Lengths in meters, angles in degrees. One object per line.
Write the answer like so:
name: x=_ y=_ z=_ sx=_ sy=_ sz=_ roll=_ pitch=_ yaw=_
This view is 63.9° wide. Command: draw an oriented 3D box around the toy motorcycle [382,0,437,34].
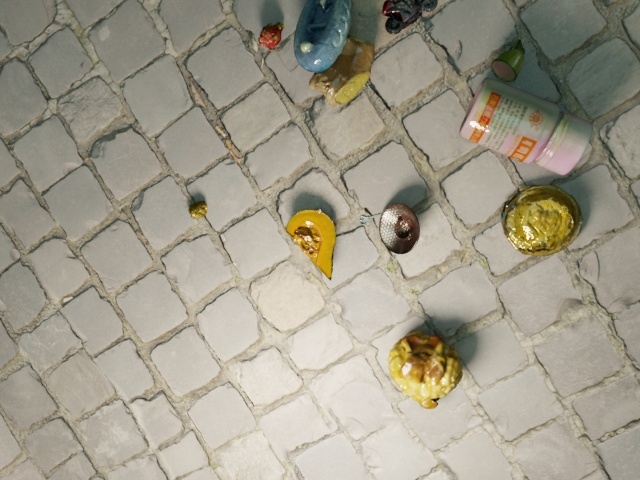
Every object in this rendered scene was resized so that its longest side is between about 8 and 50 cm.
toy motorcycle: x=0.310 y=-0.834 z=1.840 sx=0.213 sy=0.082 sz=0.122 roll=-32 pitch=90 yaw=-1

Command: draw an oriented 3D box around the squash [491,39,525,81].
squash: x=0.681 y=-0.640 z=1.806 sx=0.105 sy=0.105 sz=0.132 roll=40 pitch=82 yaw=3

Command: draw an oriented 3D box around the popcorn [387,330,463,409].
popcorn: x=0.397 y=0.479 z=1.911 sx=0.264 sy=0.225 sz=0.332 roll=-14 pitch=116 yaw=21

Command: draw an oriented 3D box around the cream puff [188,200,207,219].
cream puff: x=-0.486 y=-0.121 z=2.054 sx=0.083 sy=0.083 sz=0.058 roll=-46 pitch=133 yaw=0

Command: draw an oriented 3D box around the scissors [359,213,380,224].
scissors: x=0.191 y=-0.088 z=1.975 sx=0.083 sy=0.006 sz=0.036 roll=-19 pitch=91 yaw=10

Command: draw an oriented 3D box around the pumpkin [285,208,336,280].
pumpkin: x=0.002 y=0.003 z=1.977 sx=0.163 sy=0.111 sz=0.278 roll=-41 pitch=87 yaw=-5

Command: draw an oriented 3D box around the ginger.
ginger: x=0.079 y=-0.633 z=1.874 sx=0.275 sy=0.130 sz=0.221 roll=-30 pitch=80 yaw=12

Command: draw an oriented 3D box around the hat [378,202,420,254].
hat: x=0.316 y=-0.046 z=1.928 sx=0.193 sy=0.082 sz=0.193 roll=9 pitch=103 yaw=48

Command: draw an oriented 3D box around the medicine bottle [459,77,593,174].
medicine bottle: x=0.696 y=-0.387 z=1.758 sx=0.388 sy=0.219 sz=0.219 roll=24 pitch=99 yaw=4

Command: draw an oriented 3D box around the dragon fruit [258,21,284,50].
dragon fruit: x=-0.182 y=-0.772 z=1.921 sx=0.081 sy=0.086 sz=0.116 roll=41 pitch=62 yaw=-21

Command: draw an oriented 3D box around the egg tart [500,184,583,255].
egg tart: x=0.791 y=-0.075 z=1.833 sx=0.290 sy=0.107 sz=0.291 roll=1 pitch=96 yaw=8

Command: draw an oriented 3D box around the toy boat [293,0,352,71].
toy boat: x=-0.007 y=-0.764 z=1.817 sx=0.215 sy=0.123 sz=0.330 roll=14 pitch=86 yaw=35
